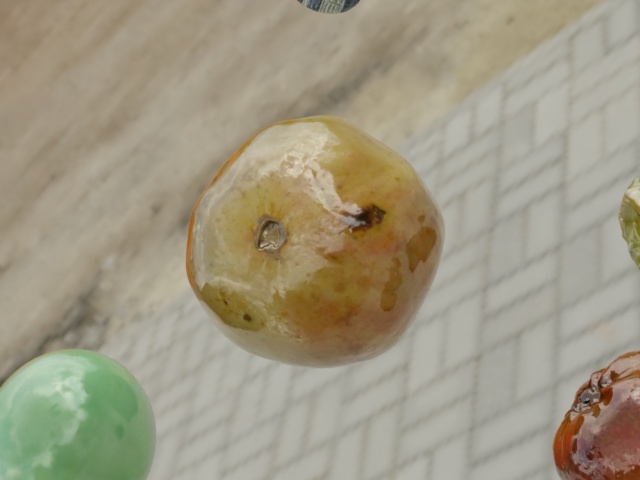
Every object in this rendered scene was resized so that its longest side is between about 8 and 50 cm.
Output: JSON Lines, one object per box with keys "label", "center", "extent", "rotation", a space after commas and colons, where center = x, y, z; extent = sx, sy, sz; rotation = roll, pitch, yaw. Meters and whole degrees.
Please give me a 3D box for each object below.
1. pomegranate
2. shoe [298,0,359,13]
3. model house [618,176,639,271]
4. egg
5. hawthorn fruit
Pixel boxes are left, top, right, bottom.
{"label": "pomegranate", "center": [0.000, 0.000, 2.067], "extent": [0.342, 0.342, 0.342], "rotation": [-40, 24, 22]}
{"label": "shoe", "center": [-0.004, -0.275, 1.573], "extent": [0.071, 0.143, 0.064], "rotation": [-22, -33, -35]}
{"label": "model house", "center": [0.510, -0.013, 2.072], "extent": [0.193, 0.175, 0.234], "rotation": [-24, 65, -9]}
{"label": "egg", "center": [-0.322, 0.264, 2.063], "extent": [0.220, 0.220, 0.269], "rotation": [-84, 13, -55]}
{"label": "hawthorn fruit", "center": [0.376, 0.245, 1.825], "extent": [0.196, 0.225, 0.196], "rotation": [-45, 1, 1]}
